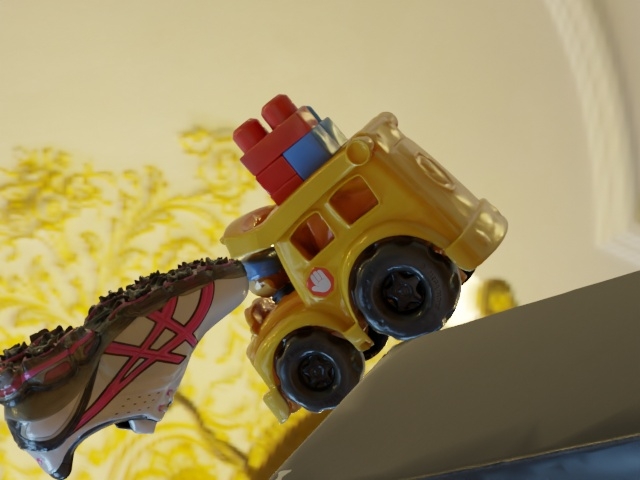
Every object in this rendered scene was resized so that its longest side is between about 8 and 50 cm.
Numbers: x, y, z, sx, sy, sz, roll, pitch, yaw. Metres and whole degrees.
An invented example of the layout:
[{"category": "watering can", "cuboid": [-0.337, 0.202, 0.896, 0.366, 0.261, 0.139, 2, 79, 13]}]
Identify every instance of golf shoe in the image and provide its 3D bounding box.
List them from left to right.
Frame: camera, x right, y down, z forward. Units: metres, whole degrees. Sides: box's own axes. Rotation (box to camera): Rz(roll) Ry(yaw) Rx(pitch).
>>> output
[{"category": "golf shoe", "cuboid": [-0.114, 0.073, 0.978, 0.186, 0.067, 0.086, -31, -76, -32]}]

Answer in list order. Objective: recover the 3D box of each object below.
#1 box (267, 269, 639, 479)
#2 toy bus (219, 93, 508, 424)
[{"category": "box", "cuboid": [0.125, 0.105, 0.484, 0.184, 0.261, 0.103, 52, -126, -13]}, {"category": "toy bus", "cuboid": [0.000, 0.000, 1.226, 0.220, 0.149, 0.211, -42, -86, 21]}]
